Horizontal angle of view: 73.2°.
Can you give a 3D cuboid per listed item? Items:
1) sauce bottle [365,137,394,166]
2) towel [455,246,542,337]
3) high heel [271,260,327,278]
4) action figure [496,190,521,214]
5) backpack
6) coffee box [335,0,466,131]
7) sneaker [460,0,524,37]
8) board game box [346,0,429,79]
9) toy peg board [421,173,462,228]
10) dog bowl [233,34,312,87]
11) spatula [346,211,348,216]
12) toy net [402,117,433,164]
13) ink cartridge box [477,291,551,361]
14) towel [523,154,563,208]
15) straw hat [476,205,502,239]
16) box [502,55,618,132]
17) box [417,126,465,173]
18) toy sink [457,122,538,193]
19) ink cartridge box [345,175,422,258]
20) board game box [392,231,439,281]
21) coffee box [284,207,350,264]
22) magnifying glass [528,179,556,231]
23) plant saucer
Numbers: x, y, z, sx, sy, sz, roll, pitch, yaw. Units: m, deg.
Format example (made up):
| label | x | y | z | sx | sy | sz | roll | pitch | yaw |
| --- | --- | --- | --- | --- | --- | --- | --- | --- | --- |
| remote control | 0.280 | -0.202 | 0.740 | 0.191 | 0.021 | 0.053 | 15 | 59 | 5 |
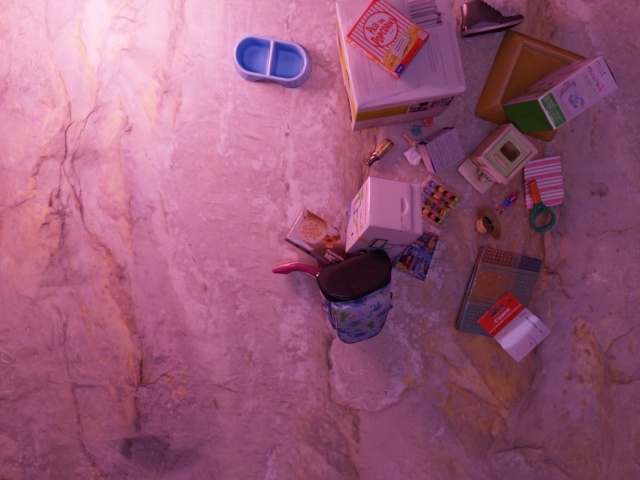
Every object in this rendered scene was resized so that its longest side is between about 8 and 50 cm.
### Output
| label | x | y | z | sx | sy | sz | roll | pitch | yaw |
| --- | --- | --- | --- | --- | --- | --- | --- | --- | --- |
| sauce bottle | 0.228 | -0.338 | 1.670 | 0.042 | 0.042 | 0.128 | 41 | 99 | -8 |
| towel | 0.740 | 0.228 | 1.796 | 0.272 | 0.040 | 0.370 | 13 | 99 | -4 |
| high heel | -0.071 | 0.140 | 1.749 | 0.244 | 0.082 | 0.117 | -9 | 91 | -12 |
| action figure | 0.756 | -0.155 | 1.721 | 0.038 | 0.030 | 0.115 | 42 | 96 | -3 |
| backpack | 0.131 | 0.231 | 1.643 | 0.290 | 0.355 | 0.273 | -18 | 67 | -16 |
| coffee box | 0.245 | -0.588 | 1.447 | 0.338 | 0.334 | 0.337 | -10 | 92 | 2 |
| sneaker | 0.619 | -0.816 | 1.552 | 0.222 | 0.083 | 0.118 | -9 | 101 | 3 |
| board game box | 0.194 | -0.590 | 1.257 | 0.194 | 0.045 | 0.146 | 36 | 93 | 0 |
| toy peg board | 0.454 | -0.149 | 1.693 | 0.161 | 0.079 | 0.161 | 33 | 99 | -7 |
| dog bowl | -0.179 | -0.662 | 1.583 | 0.297 | 0.074 | 0.165 | 9 | 101 | -3 |
| spatula | 0.189 | 0.007 | 1.735 | 0.030 | 0.084 | 0.296 | -34 | 94 | 36 |
| toy net | 0.370 | -0.409 | 1.658 | 0.122 | 0.045 | 0.232 | -7 | 103 | -1 |
| ink cartridge box | 0.796 | 0.357 | 1.773 | 0.232 | 0.066 | 0.189 | 42 | 97 | -12 |
| towel | 0.878 | -0.230 | 1.707 | 0.144 | 0.029 | 0.196 | -10 | 101 | 4 |
| straw hat | 0.657 | -0.059 | 1.719 | 0.144 | 0.144 | 0.061 | 50 | 139 | -9 |
| box | 0.790 | -0.484 | 1.452 | 0.231 | 0.262 | 0.126 | -34 | 101 | 5 |
| box | 0.456 | -0.341 | 1.632 | 0.137 | 0.072 | 0.126 | -31 | 113 | -7 |
| toy sink | 0.666 | -0.302 | 1.635 | 0.153 | 0.131 | 0.234 | 43 | 99 | -8 |
| ink cartridge box | 0.224 | -0.076 | 1.567 | 0.197 | 0.270 | 0.198 | 8 | 68 | -11 |
| board game box | 0.379 | 0.043 | 1.708 | 0.194 | 0.060 | 0.194 | 24 | 93 | -38 |
| coffee box | 0.000 | 0.000 | 1.690 | 0.247 | 0.098 | 0.141 | 32 | 79 | -6 |
| magnifying glass | 0.863 | -0.133 | 1.702 | 0.092 | 0.026 | 0.231 | -24 | 116 | 12 |
| plant saucer | 0.796 | -0.576 | 1.606 | 0.333 | 0.081 | 0.332 | 18 | 101 | -3 |
